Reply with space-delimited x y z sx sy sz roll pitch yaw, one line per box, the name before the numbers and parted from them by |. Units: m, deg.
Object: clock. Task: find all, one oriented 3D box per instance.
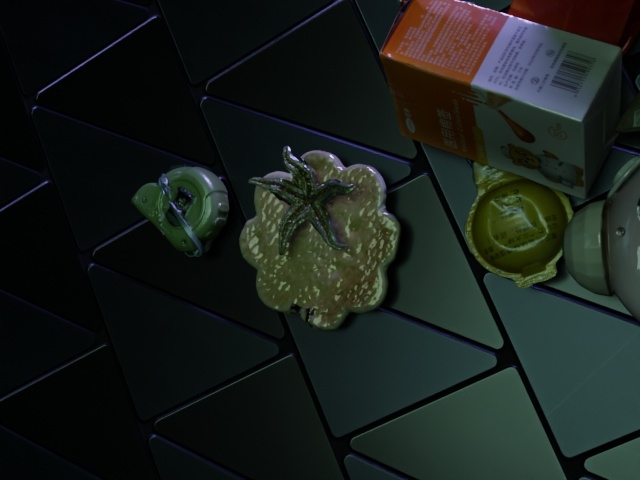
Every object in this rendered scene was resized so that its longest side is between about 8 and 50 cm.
clock | 0.554 -0.001 1.555 0.342 0.184 0.326 -46 65 9

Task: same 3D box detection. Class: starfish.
starfish | -0.033 -0.054 1.824 0.208 0.053 0.176 36 100 26

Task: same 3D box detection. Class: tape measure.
tape measure | -0.243 -0.062 1.959 0.177 0.087 0.154 45 103 19

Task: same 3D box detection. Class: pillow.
pillow | 0.526 -0.244 1.595 0.033 0.130 0.217 40 79 -20

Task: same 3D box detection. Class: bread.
bread | 0.000 0.000 1.862 0.316 0.054 0.316 -2 85 26

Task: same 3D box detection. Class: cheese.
cheese | 0.306 -0.056 1.721 0.177 0.069 0.270 -23 70 18

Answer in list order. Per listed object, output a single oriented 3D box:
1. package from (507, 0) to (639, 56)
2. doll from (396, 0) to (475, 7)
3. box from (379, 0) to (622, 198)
package | 0.409 -0.415 1.591 0.196 0.123 0.424 29 126 21
doll | 0.213 -0.358 1.785 0.227 0.075 0.102 42 117 31
box | 0.275 -0.225 1.649 0.341 0.225 0.143 24 69 24
